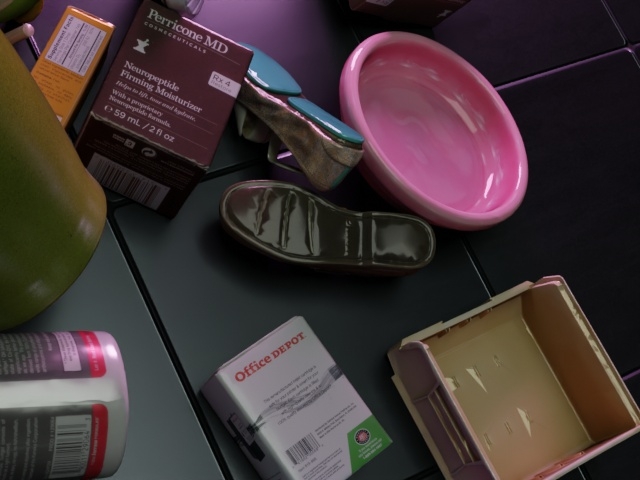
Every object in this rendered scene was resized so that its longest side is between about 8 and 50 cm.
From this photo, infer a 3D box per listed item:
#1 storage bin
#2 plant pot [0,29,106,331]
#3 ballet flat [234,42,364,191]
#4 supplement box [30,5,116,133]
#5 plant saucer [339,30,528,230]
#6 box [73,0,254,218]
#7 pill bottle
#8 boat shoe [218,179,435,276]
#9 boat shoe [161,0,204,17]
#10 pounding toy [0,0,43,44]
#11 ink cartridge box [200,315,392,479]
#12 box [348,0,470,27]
[{"bbox_3d":[0.267,0.208,1.745,0.262,0.123,0.260,-22,78,-29],"label":"storage bin"},{"bbox_3d":[-0.438,-0.081,1.418,0.353,0.366,0.367,49,50,-40],"label":"plant pot"},{"bbox_3d":[-0.061,-0.170,1.764,0.107,0.106,0.316,9,27,-41],"label":"ballet flat"},{"bbox_3d":[-0.356,-0.200,1.687,0.080,0.078,0.233,27,59,-7],"label":"supplement box"},{"bbox_3d":[0.156,-0.151,1.845,0.332,0.084,0.332,20,50,-26],"label":"plant saucer"},{"bbox_3d":[-0.216,-0.173,1.681,0.168,0.167,0.203,25,60,-11],"label":"box"},{"bbox_3d":[-0.393,0.195,1.437,0.318,0.176,0.176,0,68,-23],"label":"pill bottle"},{"bbox_3d":[0.000,0.000,1.739,0.307,0.104,0.111,15,72,-13],"label":"boat shoe"},{"bbox_3d":[-0.205,-0.386,1.769,0.094,0.109,0.302,8,23,-2],"label":"boat shoe"},{"bbox_3d":[-0.397,-0.333,1.698,0.110,0.182,0.237,28,57,-46],"label":"pounding toy"},{"bbox_3d":[-0.033,0.226,1.629,0.153,0.087,0.208,-32,83,-30],"label":"ink cartridge box"},{"bbox_3d":[0.107,-0.541,1.975,0.191,0.143,0.382,2,68,-43],"label":"box"}]
